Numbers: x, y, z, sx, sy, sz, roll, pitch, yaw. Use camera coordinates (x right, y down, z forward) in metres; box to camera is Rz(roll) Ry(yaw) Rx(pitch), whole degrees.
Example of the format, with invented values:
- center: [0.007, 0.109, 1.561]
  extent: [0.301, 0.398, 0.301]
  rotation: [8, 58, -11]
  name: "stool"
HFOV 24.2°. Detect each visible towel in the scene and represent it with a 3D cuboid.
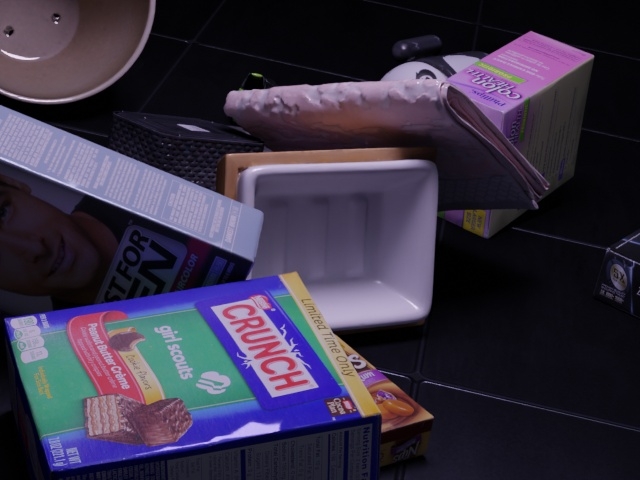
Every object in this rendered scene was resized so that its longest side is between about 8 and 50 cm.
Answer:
- center: [0.088, -0.116, 1.946]
  extent: [0.331, 0.053, 0.317]
  rotation: [0, -24, 35]
  name: "towel"

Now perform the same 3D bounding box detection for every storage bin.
- center: [-0.174, -0.106, 1.904]
  extent: [0.180, 0.084, 0.122]
  rotation: [0, 17, -46]
  name: "storage bin"

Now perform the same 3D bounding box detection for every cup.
- center: [-0.444, -0.370, 2.321]
  extent: [0.331, 0.331, 0.237]
  rotation: [2, 1, -19]
  name: "cup"

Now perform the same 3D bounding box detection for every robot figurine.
- center: [0.205, -0.210, 2.361]
  extent: [0.278, 0.174, 0.209]
  rotation: [-15, 36, -44]
  name: "robot figurine"

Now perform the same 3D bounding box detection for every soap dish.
- center: [0.000, 0.000, 1.805]
  extent: [0.290, 0.229, 0.118]
  rotation: [-4, 13, -30]
  name: "soap dish"

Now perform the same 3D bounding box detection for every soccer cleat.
- center: [-0.101, -0.242, 2.417]
  extent: [0.060, 0.072, 0.179]
  rotation: [14, 25, 6]
  name: "soccer cleat"

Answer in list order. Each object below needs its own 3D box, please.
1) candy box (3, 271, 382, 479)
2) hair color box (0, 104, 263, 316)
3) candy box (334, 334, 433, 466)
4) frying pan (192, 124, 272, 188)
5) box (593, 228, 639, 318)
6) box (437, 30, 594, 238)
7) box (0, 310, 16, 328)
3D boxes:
- center: [-0.130, 0.165, 1.465]
  extent: [0.317, 0.122, 0.268]
  rotation: [-7, 31, -18]
  name: "candy box"
- center: [-0.271, -0.005, 1.626]
  extent: [0.374, 0.185, 0.114]
  rotation: [22, 30, -8]
  name: "hair color box"
- center: [0.022, 0.176, 1.632]
  extent: [0.109, 0.053, 0.186]
  rotation: [-10, 31, -35]
  name: "candy box"
- center: [-0.082, -0.101, 2.174]
  extent: [0.326, 0.053, 0.197]
  rotation: [23, 28, 29]
  name: "frying pan"
- center: [0.485, 0.049, 2.054]
  extent: [0.147, 0.078, 0.180]
  rotation: [27, 29, 28]
  name: "box"
- center: [0.276, -0.158, 2.194]
  extent: [0.117, 0.214, 0.243]
  rotation: [27, 41, 30]
  name: "box"
- center: [-0.486, 0.032, 1.711]
  extent: [0.293, 0.057, 0.201]
  rotation: [20, 27, 18]
  name: "box"
